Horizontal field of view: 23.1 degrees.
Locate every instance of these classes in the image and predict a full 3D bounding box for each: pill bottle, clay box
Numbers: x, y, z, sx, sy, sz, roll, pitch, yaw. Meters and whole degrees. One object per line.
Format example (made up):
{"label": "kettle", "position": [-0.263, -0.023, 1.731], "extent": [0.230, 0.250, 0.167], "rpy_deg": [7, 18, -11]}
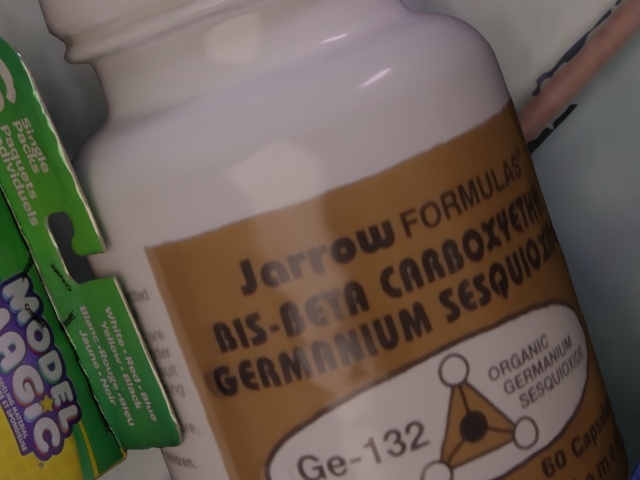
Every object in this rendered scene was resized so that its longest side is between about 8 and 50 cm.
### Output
{"label": "pill bottle", "position": [0.000, 0.000, 0.456], "extent": [0.131, 0.131, 0.229], "rpy_deg": [-18, 100, 11]}
{"label": "clay box", "position": [-0.148, 0.027, 0.470], "extent": [0.222, 0.053, 0.127], "rpy_deg": [-14, 102, 43]}

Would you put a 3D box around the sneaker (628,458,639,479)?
{"label": "sneaker", "position": [0.154, 0.080, 0.402], "extent": [0.296, 0.112, 0.131], "rpy_deg": [-30, 115, -24]}
